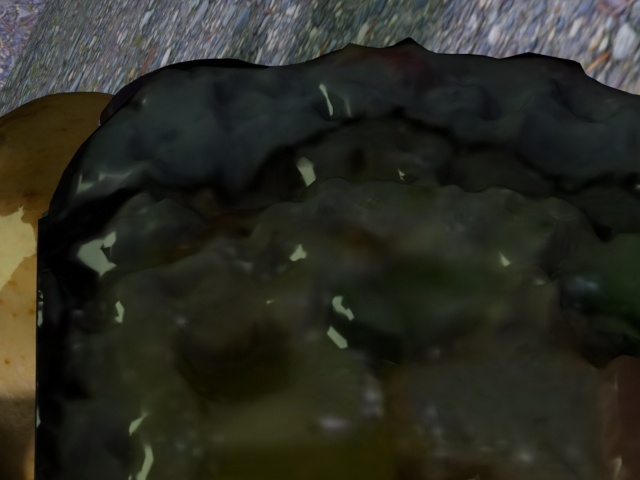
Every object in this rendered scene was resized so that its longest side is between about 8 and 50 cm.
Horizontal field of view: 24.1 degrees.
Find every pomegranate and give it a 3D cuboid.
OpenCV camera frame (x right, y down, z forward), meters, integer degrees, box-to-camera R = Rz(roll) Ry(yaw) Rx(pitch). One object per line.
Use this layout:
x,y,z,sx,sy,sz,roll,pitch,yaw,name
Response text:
-0.199,0.044,1.154,0.342,0.342,0.342,-51,25,37,pomegranate

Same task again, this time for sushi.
0.051,0.119,0.564,0.285,0.328,0.328,86,175,-49,sushi
